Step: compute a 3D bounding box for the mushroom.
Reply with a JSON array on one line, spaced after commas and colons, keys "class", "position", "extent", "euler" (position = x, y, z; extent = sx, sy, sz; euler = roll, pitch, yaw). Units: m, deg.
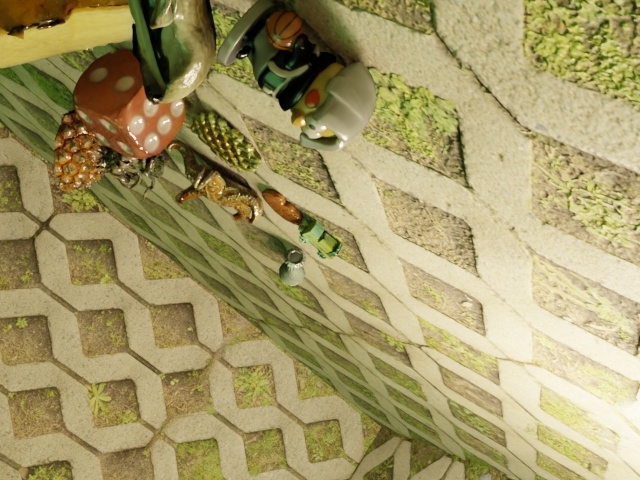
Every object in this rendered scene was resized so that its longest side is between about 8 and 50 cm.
[{"class": "mushroom", "position": [-0.209, -0.360, 0.982], "extent": [0.247, 0.130, 0.344], "euler": [-130, 27, -50]}]

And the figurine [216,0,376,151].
[{"class": "figurine", "position": [-0.024, -0.244, 1.067], "extent": [0.236, 0.133, 0.176], "euler": [41, 164, -6]}]

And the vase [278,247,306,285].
[{"class": "vase", "position": [-0.078, 0.072, 2.084], "extent": [0.081, 0.081, 0.148], "euler": [34, 160, 7]}]

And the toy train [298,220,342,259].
[{"class": "toy train", "position": [0.000, 0.000, 1.797], "extent": [0.122, 0.050, 0.081], "euler": [41, 152, -18]}]

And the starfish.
[{"class": "starfish", "position": [-0.289, -0.135, 1.885], "extent": [0.312, 0.113, 0.303], "euler": [41, 162, -26]}]

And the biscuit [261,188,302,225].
[{"class": "biscuit", "position": [-0.095, -0.081, 1.805], "extent": [0.130, 0.019, 0.102], "euler": [46, 161, -32]}]

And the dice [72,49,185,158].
[{"class": "dice", "position": [-0.418, -0.297, 1.582], "extent": [0.179, 0.175, 0.174], "euler": [26, 159, 31]}]

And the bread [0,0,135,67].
[{"class": "bread", "position": [-0.503, -0.378, 1.306], "extent": [0.279, 0.315, 0.248], "euler": [29, 174, -13]}]

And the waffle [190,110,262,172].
[{"class": "waffle", "position": [-0.214, -0.220, 1.635], "extent": [0.183, 0.036, 0.169], "euler": [40, 160, -17]}]

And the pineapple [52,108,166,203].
[{"class": "pineapple", "position": [-0.585, -0.236, 2.060], "extent": [0.272, 0.262, 0.262], "euler": [12, 159, 7]}]
